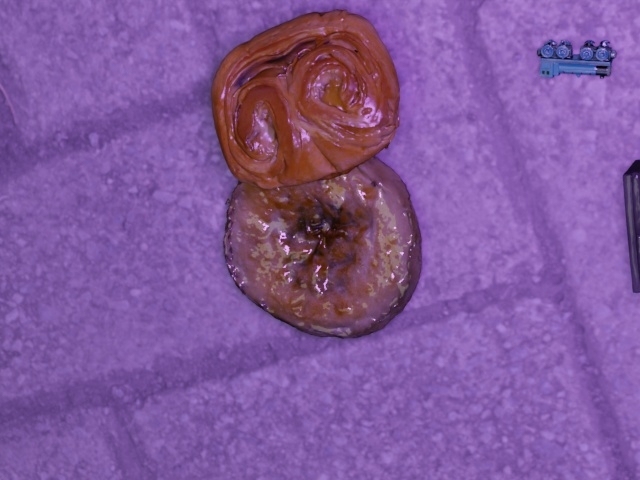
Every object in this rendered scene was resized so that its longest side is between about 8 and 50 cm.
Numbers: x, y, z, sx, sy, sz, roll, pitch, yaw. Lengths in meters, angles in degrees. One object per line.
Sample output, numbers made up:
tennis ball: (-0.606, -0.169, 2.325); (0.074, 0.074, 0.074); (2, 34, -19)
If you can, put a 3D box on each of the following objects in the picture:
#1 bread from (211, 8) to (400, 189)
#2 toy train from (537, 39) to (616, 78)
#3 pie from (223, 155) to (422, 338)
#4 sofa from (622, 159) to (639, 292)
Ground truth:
bread: (-0.016, -0.169, 1.821); (0.236, 0.120, 0.198); (-19, 78, 18)
toy train: (0.298, -0.210, 1.767); (0.092, 0.029, 0.045); (6, 115, 18)
pie: (0.000, 0.000, 1.925); (0.274, 0.055, 0.274); (6, 107, 18)
sofa: (0.392, -0.017, 1.757); (0.060, 0.085, 0.147); (-2, 105, 24)
